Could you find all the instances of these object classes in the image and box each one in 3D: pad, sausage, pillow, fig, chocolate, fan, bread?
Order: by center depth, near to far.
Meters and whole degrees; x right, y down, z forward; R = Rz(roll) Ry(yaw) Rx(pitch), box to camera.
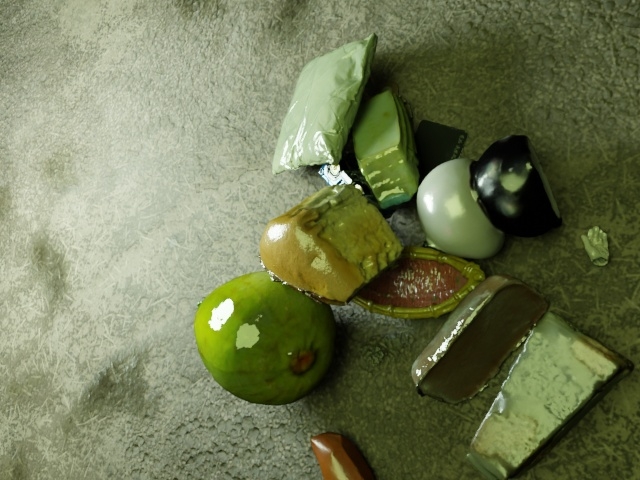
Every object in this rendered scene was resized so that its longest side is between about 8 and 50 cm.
[{"bbox_3d":[0.262,0.160,1.190,0.261,0.161,0.083,-51,39,7],"label":"chocolate"},{"bbox_3d":[0.000,0.000,1.265,0.262,0.163,0.204,20,47,39],"label":"bread"},{"bbox_3d":[0.047,0.433,1.291,0.089,0.089,0.179,-40,67,18],"label":"sausage"},{"bbox_3d":[0.216,-0.155,1.367,0.112,0.003,0.157,23,91,33],"label":"pad"},{"bbox_3d":[-0.122,0.184,1.368,0.326,0.258,0.258,7,83,51],"label":"fig"},{"bbox_3d":[0.142,-0.215,1.421,0.152,0.008,0.227,-41,60,17],"label":"fan"},{"bbox_3d":[-0.004,-0.274,1.422,0.280,0.076,0.275,1,70,61],"label":"pillow"}]

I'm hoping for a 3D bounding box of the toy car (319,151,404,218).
[{"bbox_3d":[0.073,-0.099,1.382,0.191,0.097,0.100,51,128,37],"label":"toy car"}]

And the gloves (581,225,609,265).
[{"bbox_3d":[0.458,0.014,1.155,0.044,0.037,0.081,11,66,-2],"label":"gloves"}]

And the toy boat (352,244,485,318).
[{"bbox_3d":[0.161,0.077,1.295,0.317,0.099,0.141,-1,82,29],"label":"toy boat"}]

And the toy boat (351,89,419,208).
[{"bbox_3d":[0.121,-0.191,1.327,0.111,0.084,0.276,-22,47,23],"label":"toy boat"}]

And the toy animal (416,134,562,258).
[{"bbox_3d":[0.283,-0.069,1.210,0.235,0.165,0.187,-25,61,28],"label":"toy animal"}]

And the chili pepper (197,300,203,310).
[{"bbox_3d":[-0.254,0.178,1.573,0.030,0.034,0.091,-27,60,-13],"label":"chili pepper"}]

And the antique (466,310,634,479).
[{"bbox_3d":[0.352,0.267,1.114,0.150,0.125,0.284,39,100,33],"label":"antique"}]
